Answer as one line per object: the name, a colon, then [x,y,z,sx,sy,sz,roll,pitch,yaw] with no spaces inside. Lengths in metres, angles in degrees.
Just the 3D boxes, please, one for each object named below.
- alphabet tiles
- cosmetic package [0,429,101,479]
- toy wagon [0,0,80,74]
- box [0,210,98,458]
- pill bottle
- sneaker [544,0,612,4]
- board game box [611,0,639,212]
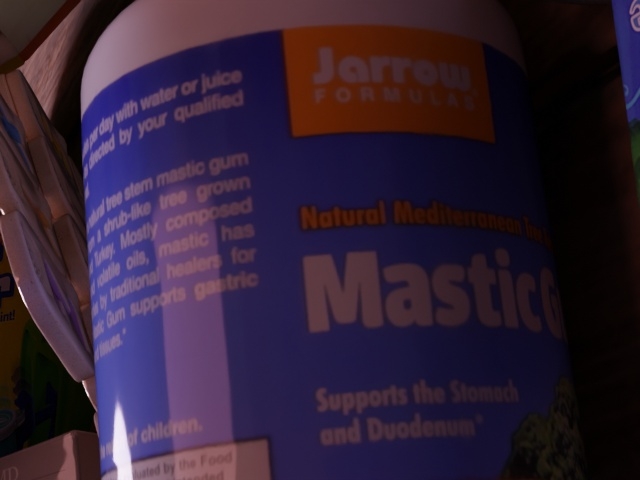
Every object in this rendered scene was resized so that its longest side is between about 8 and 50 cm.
alphabet tiles: [-0.101,0.044,0.657,0.278,0.021,0.284,70,174,-49]
cosmetic package: [-0.135,0.235,0.740,0.127,0.107,0.238,-24,65,29]
toy wagon: [-0.257,-0.201,0.955,0.267,0.068,0.344,-29,34,11]
box: [-0.283,0.108,0.844,0.177,0.290,0.279,11,100,33]
pill bottle: [0.000,0.000,0.443,0.152,0.152,0.272,146,121,-61]
sneaker: [0.099,-0.118,0.375,0.152,0.053,0.061,-39,38,56]
board game box: [0.170,0.028,0.172,0.318,0.065,0.318,146,122,-61]
